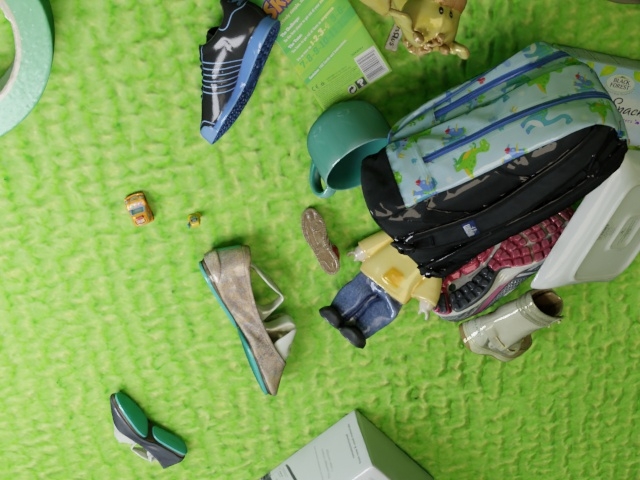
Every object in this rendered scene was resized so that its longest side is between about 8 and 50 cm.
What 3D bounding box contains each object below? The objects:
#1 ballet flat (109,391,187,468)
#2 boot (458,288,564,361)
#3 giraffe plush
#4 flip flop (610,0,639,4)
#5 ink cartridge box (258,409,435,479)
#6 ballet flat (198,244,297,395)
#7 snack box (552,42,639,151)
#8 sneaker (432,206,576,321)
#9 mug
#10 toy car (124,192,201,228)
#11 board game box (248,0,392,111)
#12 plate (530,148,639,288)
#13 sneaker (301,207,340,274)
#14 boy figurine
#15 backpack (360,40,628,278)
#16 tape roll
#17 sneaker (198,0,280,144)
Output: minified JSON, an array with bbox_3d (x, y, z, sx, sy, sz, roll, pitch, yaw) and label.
[{"bbox_3d":[-0.328,0.353,1.752,0.074,0.074,0.203,-36,124,10],"label":"ballet flat"},{"bbox_3d":[0.365,0.147,1.717,0.165,0.077,0.213,-33,152,30],"label":"boot"},{"bbox_3d":[0.143,-0.339,1.368,0.181,0.170,0.210,-4,122,-11],"label":"giraffe plush"},{"bbox_3d":[0.538,-0.388,1.481,0.277,0.080,0.112,15,117,-21],"label":"flip flop"},{"bbox_3d":[0.015,0.564,1.900,0.395,0.166,0.285,-38,121,12],"label":"ink cartridge box"},{"bbox_3d":[-0.102,0.137,1.651,0.106,0.107,0.316,-25,125,-5],"label":"ballet flat"},{"bbox_3d":[0.450,-0.214,1.575,0.207,0.070,0.175,7,120,-18],"label":"snack box"},{"bbox_3d":[0.316,0.032,1.685,0.299,0.121,0.112,-33,152,7],"label":"sneaker"},{"bbox_3d":[0.033,-0.147,1.491,0.157,0.097,0.129,-31,157,6],"label":"mug"},{"bbox_3d":[-0.250,-0.045,1.538,0.122,0.040,0.060,-4,122,-10],"label":"toy car"},{"bbox_3d":[-0.009,-0.320,1.426,0.124,0.039,0.259,-32,125,8],"label":"board game box"},{"bbox_3d":[0.506,-0.025,1.645,0.278,0.045,0.277,-2,128,-47],"label":"plate"},{"bbox_3d":[0.000,0.000,1.629,0.042,0.067,0.119,-22,93,4],"label":"sneaker"},{"bbox_3d":[0.135,0.055,1.629,0.285,0.092,0.177,-45,80,4],"label":"boy figurine"},{"bbox_3d":[0.267,-0.123,1.424,0.355,0.273,0.290,-18,151,24],"label":"backpack"},{"bbox_3d":[-0.527,-0.280,1.310,0.321,0.077,0.321,-5,122,-9],"label":"tape roll"},{"bbox_3d":[-0.141,-0.252,1.422,0.090,0.081,0.232,34,124,5],"label":"sneaker"}]
